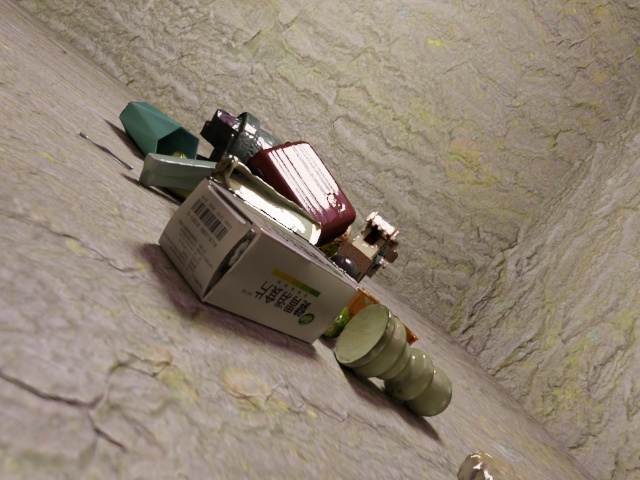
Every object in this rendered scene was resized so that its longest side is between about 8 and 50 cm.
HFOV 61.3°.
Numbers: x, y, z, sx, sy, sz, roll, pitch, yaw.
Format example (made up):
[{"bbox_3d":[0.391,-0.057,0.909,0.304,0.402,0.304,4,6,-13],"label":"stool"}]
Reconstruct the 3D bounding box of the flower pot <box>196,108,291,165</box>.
[{"bbox_3d":[-0.251,-0.247,1.663,0.283,0.299,0.299,34,6,-21],"label":"flower pot"}]

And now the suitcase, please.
[{"bbox_3d":[-0.064,-0.115,1.482,0.236,0.161,0.297,-24,76,-46],"label":"suitcase"}]

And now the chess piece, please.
[{"bbox_3d":[0.163,0.259,1.082,0.251,0.144,0.144,44,3,-20],"label":"chess piece"}]

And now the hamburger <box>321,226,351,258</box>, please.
[{"bbox_3d":[0.000,0.000,1.738,0.116,0.210,0.173,52,16,-6],"label":"hamburger"}]

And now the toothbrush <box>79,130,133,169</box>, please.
[{"bbox_3d":[-0.469,-0.196,1.187,0.131,0.011,0.013,38,26,-19],"label":"toothbrush"}]

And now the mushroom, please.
[{"bbox_3d":[-0.170,-0.021,1.230,0.292,0.212,0.217,46,43,-28],"label":"mushroom"}]

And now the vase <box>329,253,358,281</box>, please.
[{"bbox_3d":[0.044,0.105,1.721,0.120,0.120,0.183,41,19,23],"label":"vase"}]

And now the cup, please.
[{"bbox_3d":[-0.465,-0.297,1.514,0.236,0.134,0.148,38,0,31],"label":"cup"}]

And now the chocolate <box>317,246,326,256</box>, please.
[{"bbox_3d":[-0.017,0.098,1.207,0.080,0.148,0.125,41,45,15],"label":"chocolate"}]

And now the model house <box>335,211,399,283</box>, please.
[{"bbox_3d":[0.152,0.081,2.020,0.169,0.244,0.326,43,-28,11],"label":"model house"}]

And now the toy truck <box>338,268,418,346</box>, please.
[{"bbox_3d":[0.112,0.192,1.390,0.270,0.114,0.135,41,0,2],"label":"toy truck"}]

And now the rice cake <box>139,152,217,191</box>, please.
[{"bbox_3d":[-0.305,-0.148,1.235,0.222,0.080,0.042,2,38,-48],"label":"rice cake"}]

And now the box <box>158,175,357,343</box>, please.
[{"bbox_3d":[-0.099,0.043,0.942,0.173,0.145,0.333,41,4,38],"label":"box"}]

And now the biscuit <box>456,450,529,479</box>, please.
[{"bbox_3d":[0.320,0.427,0.894,0.281,0.084,0.179,36,6,-29],"label":"biscuit"}]

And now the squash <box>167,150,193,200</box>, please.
[{"bbox_3d":[-0.303,-0.124,1.349,0.224,0.094,0.094,42,2,-41],"label":"squash"}]

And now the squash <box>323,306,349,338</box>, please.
[{"bbox_3d":[0.030,0.170,1.208,0.069,0.069,0.239,39,5,4],"label":"squash"}]
